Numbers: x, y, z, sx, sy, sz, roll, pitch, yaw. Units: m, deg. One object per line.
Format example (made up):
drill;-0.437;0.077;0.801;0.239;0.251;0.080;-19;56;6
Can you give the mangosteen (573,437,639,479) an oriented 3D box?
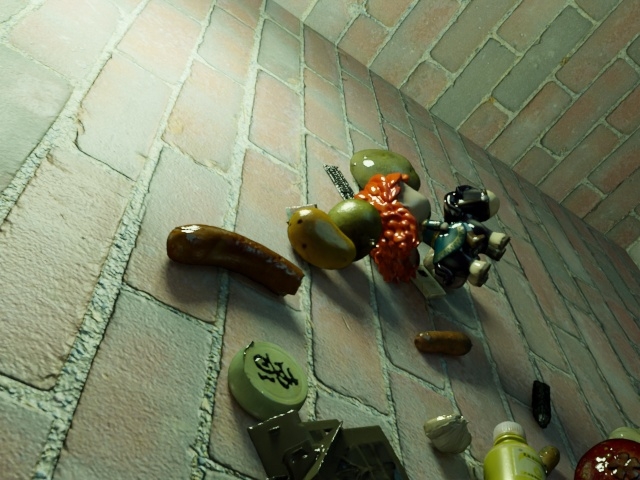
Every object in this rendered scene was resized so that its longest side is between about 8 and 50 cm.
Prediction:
mangosteen;0.686;0.575;1.508;0.215;0.215;0.258;-98;167;-54

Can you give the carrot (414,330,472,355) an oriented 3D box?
carrot;0.298;0.247;1.637;0.186;0.060;0.060;13;37;-37

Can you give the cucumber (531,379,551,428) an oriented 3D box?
cucumber;0.571;0.425;1.733;0.053;0.053;0.181;39;28;-2

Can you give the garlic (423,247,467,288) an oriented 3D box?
garlic;0.373;0.072;1.953;0.159;0.102;0.147;20;40;-44

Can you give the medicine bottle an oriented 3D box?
medicine bottle;0.389;0.460;1.352;0.121;0.122;0.212;37;26;-8

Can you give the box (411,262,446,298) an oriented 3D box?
box;0.275;0.094;1.881;0.090;0.024;0.167;4;43;-52

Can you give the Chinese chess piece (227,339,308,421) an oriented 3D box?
Chinese chess piece;-0.088;0.238;1.137;0.144;0.058;0.144;30;28;-18

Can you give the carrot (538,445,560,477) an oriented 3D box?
carrot;0.481;0.516;1.486;0.049;0.049;0.254;49;32;18

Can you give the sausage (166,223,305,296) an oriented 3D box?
sausage;-0.168;0.033;1.329;0.302;0.076;0.103;23;31;-32

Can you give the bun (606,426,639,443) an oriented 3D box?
bun;0.883;0.604;1.758;0.287;0.146;0.287;33;25;-17

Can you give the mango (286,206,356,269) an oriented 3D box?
mango;-0.003;0.001;1.564;0.178;0.115;0.090;48;-15;8

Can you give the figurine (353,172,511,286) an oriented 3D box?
figurine;0.287;-0.032;1.754;0.241;0.411;0.306;42;52;-71

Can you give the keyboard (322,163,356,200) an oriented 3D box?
keyboard;0.068;-0.161;2.013;0.060;0.018;0.196;10;39;-42

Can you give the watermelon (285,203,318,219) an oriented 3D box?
watermelon;-0.041;-0.068;1.666;0.092;0.072;0.084;30;10;-11

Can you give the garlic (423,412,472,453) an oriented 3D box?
garlic;0.259;0.389;1.342;0.113;0.094;0.074;24;63;-30

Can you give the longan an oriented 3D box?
longan;0.083;-0.020;1.644;0.145;0.155;0.176;-15;36;-23

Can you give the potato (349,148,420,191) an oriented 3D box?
potato;0.201;-0.205;2.112;0.235;0.160;0.178;28;0;7

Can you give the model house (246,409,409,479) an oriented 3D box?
model house;-0.040;0.333;0.882;0.243;0.211;0.204;10;37;-46
